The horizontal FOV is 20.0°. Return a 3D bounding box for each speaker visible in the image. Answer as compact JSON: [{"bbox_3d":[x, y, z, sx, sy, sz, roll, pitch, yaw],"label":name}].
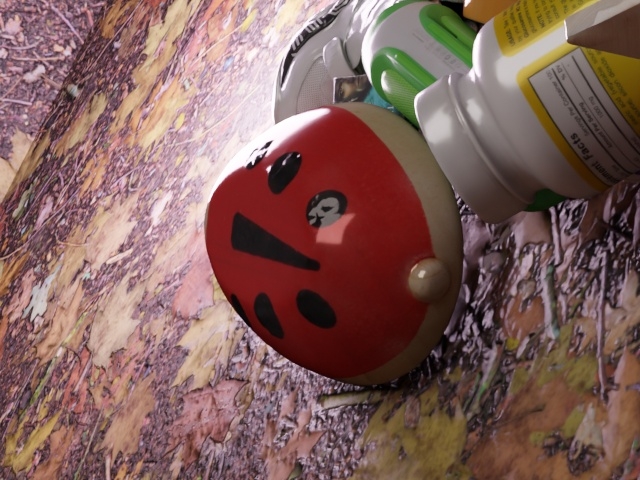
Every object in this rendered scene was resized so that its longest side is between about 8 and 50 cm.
[{"bbox_3d":[0.158,-0.146,1.890,0.131,0.131,0.296,-54,40,10],"label":"speaker"}]

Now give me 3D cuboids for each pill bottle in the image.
[{"bbox_3d":[0.259,-0.156,1.617,0.334,0.188,0.188,-31,33,19],"label":"pill bottle"}]

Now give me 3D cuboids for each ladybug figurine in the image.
[{"bbox_3d":[0.000,0.000,1.961,0.449,0.162,0.305,14,100,63],"label":"ladybug figurine"}]

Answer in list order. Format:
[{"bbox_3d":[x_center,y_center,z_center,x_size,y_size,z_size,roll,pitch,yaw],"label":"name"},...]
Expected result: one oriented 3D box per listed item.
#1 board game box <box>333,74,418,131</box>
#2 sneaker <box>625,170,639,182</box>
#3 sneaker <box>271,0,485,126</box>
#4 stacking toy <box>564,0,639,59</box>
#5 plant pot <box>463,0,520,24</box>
[{"bbox_3d":[0.062,-0.098,2.086,0.126,0.026,0.186,0,88,50],"label":"board game box"},{"bbox_3d":[0.329,-0.132,1.721,0.071,0.068,0.170,-2,68,44],"label":"sneaker"},{"bbox_3d":[0.076,-0.224,2.187,0.366,0.137,0.210,-47,25,18],"label":"sneaker"},{"bbox_3d":[0.365,-0.126,1.388,0.309,0.279,0.130,-34,45,41],"label":"stacking toy"},{"bbox_3d":[0.240,-0.309,1.933,0.205,0.205,0.188,38,112,65],"label":"plant pot"}]
